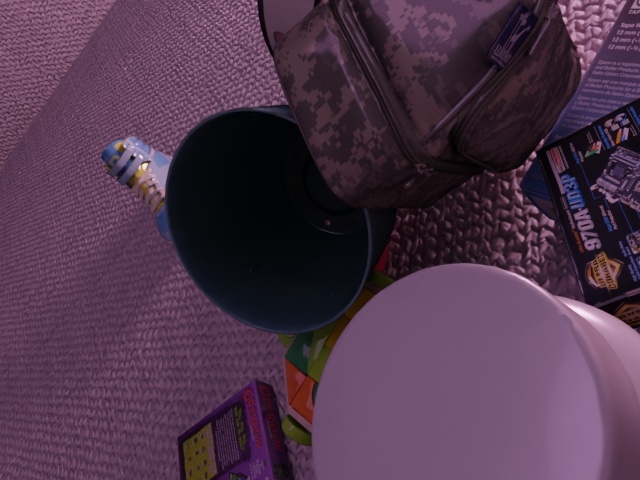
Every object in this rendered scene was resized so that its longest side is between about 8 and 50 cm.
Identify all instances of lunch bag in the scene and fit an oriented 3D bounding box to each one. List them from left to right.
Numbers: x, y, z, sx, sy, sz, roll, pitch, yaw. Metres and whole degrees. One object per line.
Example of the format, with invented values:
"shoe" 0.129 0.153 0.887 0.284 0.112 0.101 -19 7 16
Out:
"lunch bag" 0.136 -0.173 0.611 0.256 0.305 0.212 -31 76 27

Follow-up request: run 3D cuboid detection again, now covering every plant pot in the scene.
"plant pot" -0.025 -0.053 0.799 0.293 0.235 0.293 10 113 23

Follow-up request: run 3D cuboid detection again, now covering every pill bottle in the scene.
"pill bottle" 0.189 0.173 0.449 0.224 0.392 0.224 -23 52 34

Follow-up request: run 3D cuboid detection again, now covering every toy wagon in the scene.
"toy wagon" 0.042 0.174 0.805 0.344 0.068 0.267 30 90 36

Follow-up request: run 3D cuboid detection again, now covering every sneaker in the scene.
"sneaker" -0.412 -0.124 1.344 0.127 0.208 0.319 -46 44 13

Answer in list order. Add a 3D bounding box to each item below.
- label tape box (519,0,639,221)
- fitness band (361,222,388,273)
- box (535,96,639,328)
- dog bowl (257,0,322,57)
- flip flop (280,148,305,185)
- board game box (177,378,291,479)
"label tape box" 0.423 -0.152 0.622 0.249 0.115 0.347 30 87 49
"fitness band" 0.000 0.000 0.988 0.209 0.054 0.291 -47 44 13
"box" 0.306 -0.043 0.515 0.175 0.051 0.220 -29 37 30
"dog bowl" 0.107 -0.399 0.880 0.150 0.408 0.408 41 98 30
"flip flop" -0.051 -0.104 1.000 0.277 0.112 0.080 -29 34 33
"board game box" -0.127 0.415 0.871 0.208 0.056 0.347 -43 42 24
